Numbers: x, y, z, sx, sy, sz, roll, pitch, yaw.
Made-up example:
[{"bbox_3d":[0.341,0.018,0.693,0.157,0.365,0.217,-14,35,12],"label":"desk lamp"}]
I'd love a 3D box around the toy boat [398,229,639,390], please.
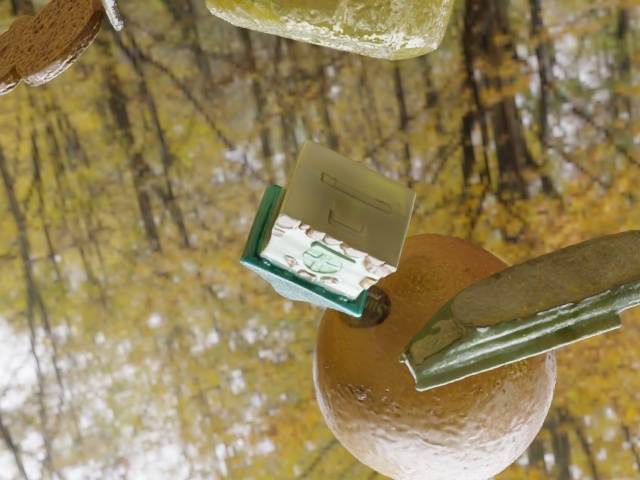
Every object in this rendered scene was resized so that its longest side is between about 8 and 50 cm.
[{"bbox_3d":[0.209,0.054,1.206,0.293,0.055,0.093,-19,-139,-9],"label":"toy boat"}]

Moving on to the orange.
[{"bbox_3d":[0.125,0.131,1.488,0.274,0.274,0.274,-10,-159,4],"label":"orange"}]

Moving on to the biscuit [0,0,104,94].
[{"bbox_3d":[-0.292,-0.204,1.424,0.175,0.026,0.124,-15,-134,32],"label":"biscuit"}]

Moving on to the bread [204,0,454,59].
[{"bbox_3d":[0.015,-0.271,1.392,0.270,0.148,0.270,12,-173,-2],"label":"bread"}]

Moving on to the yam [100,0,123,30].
[{"bbox_3d":[-0.213,-0.236,1.390,0.014,0.014,0.107,-13,168,-3],"label":"yam"}]

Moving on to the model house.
[{"bbox_3d":[0.000,0.000,1.277,0.127,0.149,0.100,26,-126,-10],"label":"model house"}]
